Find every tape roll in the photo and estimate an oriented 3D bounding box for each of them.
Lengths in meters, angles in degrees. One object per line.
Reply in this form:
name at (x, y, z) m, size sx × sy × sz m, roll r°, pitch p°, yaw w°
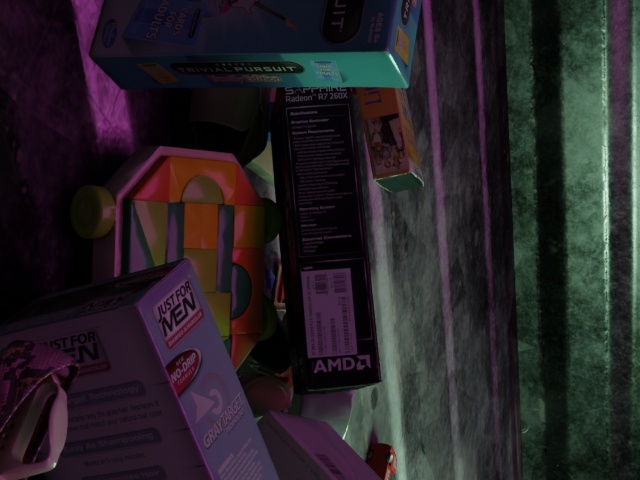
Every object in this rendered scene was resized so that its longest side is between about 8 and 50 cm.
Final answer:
tape roll at (-0.016, 0.198, 1.531) m, size 0.219 × 0.072 × 0.219 m, roll -171°, pitch -90°, yaw -75°

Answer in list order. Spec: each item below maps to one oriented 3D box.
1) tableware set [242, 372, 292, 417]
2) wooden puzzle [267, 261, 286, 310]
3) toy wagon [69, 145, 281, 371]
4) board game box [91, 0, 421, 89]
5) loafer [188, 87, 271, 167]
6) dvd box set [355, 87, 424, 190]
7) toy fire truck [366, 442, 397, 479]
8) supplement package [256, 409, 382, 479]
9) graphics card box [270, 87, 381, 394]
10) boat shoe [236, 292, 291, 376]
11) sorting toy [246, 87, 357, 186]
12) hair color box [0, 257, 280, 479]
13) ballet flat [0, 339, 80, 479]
tableware set at (-0.095, 0.234, 1.409) m, size 0.020 × 0.141 × 0.169 m, roll -87°, pitch 166°, yaw -55°
wooden puzzle at (-0.051, 0.070, 1.652) m, size 0.116 × 0.014 × 0.079 m, roll -9°, pitch 100°, yaw -67°
toy wagon at (-0.152, 0.072, 1.215) m, size 0.267 × 0.068 × 0.344 m, roll 2°, pitch 90°, yaw -48°
board game box at (-0.056, -0.291, 1.167) m, size 0.079 × 0.336 × 0.254 m, roll 46°, pitch 50°, yaw -60°
loafer at (-0.110, -0.179, 1.320) m, size 0.269 × 0.102 × 0.092 m, roll 87°, pitch 20°, yaw -47°
dvd box set at (0.083, -0.290, 1.665) m, size 0.307 × 0.062 × 0.421 m, roll 10°, pitch 69°, yaw -81°
toy fire truck at (0.113, 0.494, 2.064) m, size 0.135 × 0.047 × 0.192 m, roll 62°, pitch 37°, yaw -52°
supplement package at (-0.047, 0.372, 1.307) m, size 0.263 × 0.199 × 0.198 m, roll -48°, pitch 155°, yaw 4°
graphics card box at (0.000, 0.000, 1.333) m, size 0.233 × 0.094 × 0.371 m, roll 124°, pitch -40°, yaw -80°
boat shoe at (-0.117, 0.081, 1.387) m, size 0.305 × 0.091 × 0.109 m, roll 63°, pitch 36°, yaw -51°
sorting toy at (-0.015, -0.204, 1.605) m, size 0.255 × 0.089 × 0.257 m, roll 34°, pitch 61°, yaw -65°
hair color box at (-0.156, 0.222, 1.063) m, size 0.375 × 0.185 × 0.113 m, roll 69°, pitch 26°, yaw -14°
ballet flat at (-0.247, 0.180, 0.854) m, size 0.077 × 0.079 × 0.222 m, roll 64°, pitch 37°, yaw -53°
